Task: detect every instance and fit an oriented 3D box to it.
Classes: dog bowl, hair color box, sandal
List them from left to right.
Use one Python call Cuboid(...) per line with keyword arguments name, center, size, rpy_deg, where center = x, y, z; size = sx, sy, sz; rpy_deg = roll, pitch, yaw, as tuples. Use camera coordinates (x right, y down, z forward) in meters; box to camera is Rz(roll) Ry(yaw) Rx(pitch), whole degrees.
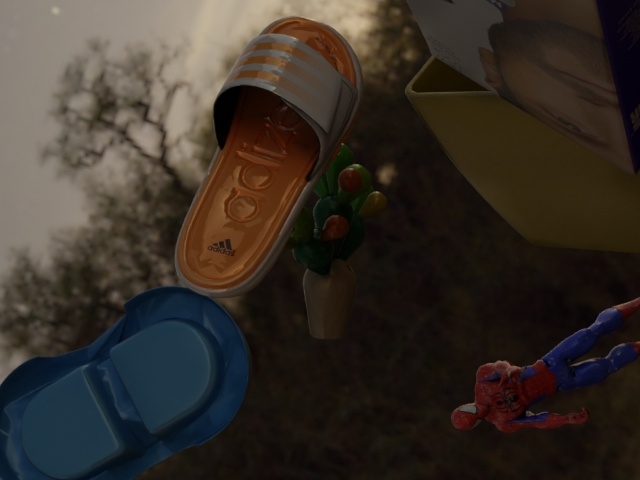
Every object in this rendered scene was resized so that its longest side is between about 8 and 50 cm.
Cuboid(name="dog bowl", center=(-0.199, 0.165, 1.604), size=(0.297, 0.166, 0.074), rpy_deg=(-31, -11, 10))
Cuboid(name="sandal", center=(-0.036, -0.079, 1.169), size=(0.076, 0.102, 0.265), rpy_deg=(89, -162, -57))
Cuboid(name="hair color box", center=(0.133, -0.177, 0.950), size=(0.110, 0.185, 0.339), rpy_deg=(-54, -23, -4))

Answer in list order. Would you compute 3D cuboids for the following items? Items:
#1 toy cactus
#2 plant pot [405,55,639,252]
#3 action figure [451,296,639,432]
Cuboid(name="toy cactus", center=(0.000, 0.000, 1.434), size=(0.219, 0.112, 0.180), rpy_deg=(-50, -38, -79))
Cuboid(name="plant pot", center=(0.233, -0.106, 1.272), size=(0.212, 0.212, 0.187), rpy_deg=(-52, -51, -35))
Cuboid(name="action figure", center=(0.272, 0.136, 1.638), size=(0.091, 0.280, 0.139), rpy_deg=(66, 170, -6))
